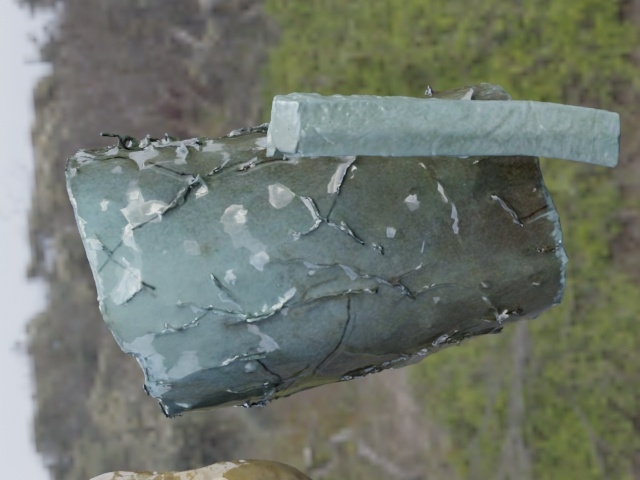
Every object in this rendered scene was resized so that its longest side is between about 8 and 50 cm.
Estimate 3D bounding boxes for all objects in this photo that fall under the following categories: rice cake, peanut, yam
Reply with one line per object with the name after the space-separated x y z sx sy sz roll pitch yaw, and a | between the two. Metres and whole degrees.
0.085 -0.076 1.205 0.042 0.245 0.045 -130 42 -78 | rice cake
-0.105 0.226 1.416 0.099 0.214 0.099 -8 -90 -90 | peanut
0.000 0.000 1.358 0.241 0.348 0.241 168 90 -89 | yam
